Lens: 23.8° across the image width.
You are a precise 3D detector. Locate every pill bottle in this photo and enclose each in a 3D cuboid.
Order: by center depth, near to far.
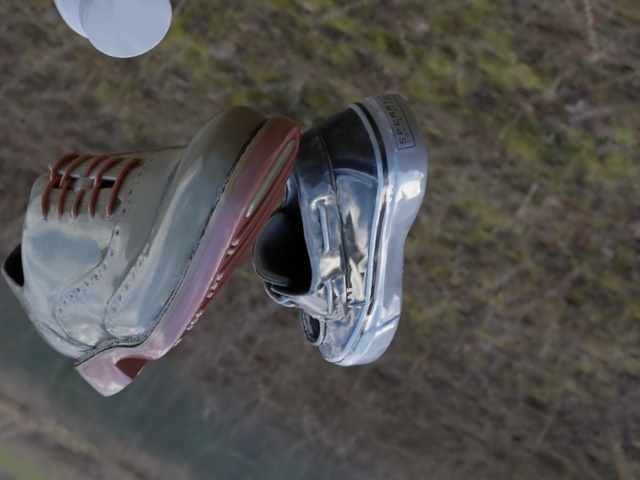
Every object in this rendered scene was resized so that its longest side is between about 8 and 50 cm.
[{"bbox_3d":[-0.255,-0.317,1.776,0.136,0.136,0.246,42,-168,-41],"label":"pill bottle"}]

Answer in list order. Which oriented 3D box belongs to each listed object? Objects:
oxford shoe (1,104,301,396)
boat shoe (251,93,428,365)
[{"bbox_3d":[-0.139,-0.002,1.057,0.146,0.140,0.397,38,146,-7],"label":"oxford shoe"},{"bbox_3d":[0.000,0.000,1.226,0.335,0.119,0.121,97,157,-55],"label":"boat shoe"}]
